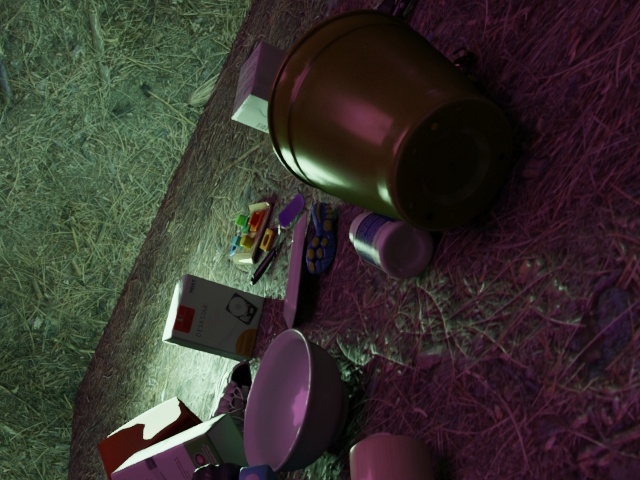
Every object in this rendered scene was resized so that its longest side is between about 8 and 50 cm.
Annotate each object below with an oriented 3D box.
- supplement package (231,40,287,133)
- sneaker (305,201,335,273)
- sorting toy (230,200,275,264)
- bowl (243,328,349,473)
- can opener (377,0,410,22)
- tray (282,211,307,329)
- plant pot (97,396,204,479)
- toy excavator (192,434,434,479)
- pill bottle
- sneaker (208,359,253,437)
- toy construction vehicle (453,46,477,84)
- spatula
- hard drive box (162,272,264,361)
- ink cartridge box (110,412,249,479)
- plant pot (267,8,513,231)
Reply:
[{"bbox_3d":[-0.139,-0.446,2.350,0.149,0.194,0.203,-36,40,52],"label":"supplement package"},{"bbox_3d":[0.000,0.000,1.878,0.078,0.067,0.188,106,169,-59],"label":"sneaker"},{"bbox_3d":[-0.220,-0.025,2.390,0.348,0.047,0.195,-4,69,65],"label":"sorting toy"},{"bbox_3d":[-0.035,0.337,1.580,0.298,0.134,0.297,-47,33,43],"label":"bowl"},{"bbox_3d":[0.204,-0.586,1.871,0.186,0.073,0.059,-55,18,12],"label":"can opener"},{"bbox_3d":[-0.064,0.075,1.921,0.145,0.030,0.270,102,175,-61],"label":"tray"},{"bbox_3d":[-0.378,0.563,2.002,0.236,0.267,0.267,-45,20,-13],"label":"plant pot"},{"bbox_3d":[-0.014,0.481,1.349,0.432,0.446,0.222,72,-170,-47],"label":"toy excavator"},{"bbox_3d":[0.128,0.000,1.507,0.111,0.112,0.187,-69,23,4],"label":"pill bottle"},{"bbox_3d":[-0.216,0.414,1.963,0.115,0.105,0.281,-58,26,29],"label":"sneaker"},{"bbox_3d":[0.278,-0.329,1.541,0.098,0.035,0.085,157,118,-64],"label":"toy construction vehicle"},{"bbox_3d":[-0.125,0.004,2.175,0.296,0.030,0.084,-62,26,18],"label":"spatula"},{"bbox_3d":[-0.288,0.213,2.120,0.089,0.232,0.181,-25,51,60],"label":"hard drive box"},{"bbox_3d":[-0.290,0.540,1.742,0.289,0.211,0.121,-27,3,23],"label":"ink cartridge box"},{"bbox_3d":[0.143,-0.193,1.387,0.353,0.367,0.366,43,113,52],"label":"plant pot"}]
